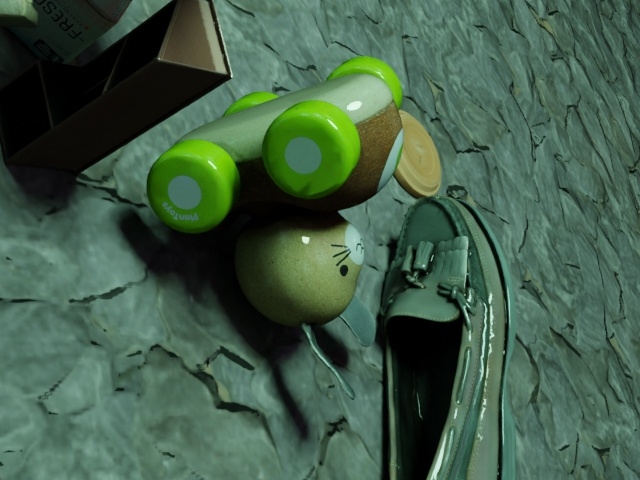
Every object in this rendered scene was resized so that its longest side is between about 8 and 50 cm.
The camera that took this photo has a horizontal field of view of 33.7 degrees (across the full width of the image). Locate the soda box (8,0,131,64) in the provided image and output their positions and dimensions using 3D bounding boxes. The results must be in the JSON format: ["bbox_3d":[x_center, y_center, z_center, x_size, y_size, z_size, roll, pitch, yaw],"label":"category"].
[{"bbox_3d":[-0.134,-0.187,0.653,0.058,0.063,0.183,45,38,-24],"label":"soda box"}]

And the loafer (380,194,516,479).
[{"bbox_3d":[0.086,0.078,0.767,0.084,0.096,0.268,22,54,-39],"label":"loafer"}]

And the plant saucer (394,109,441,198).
[{"bbox_3d":[0.082,-0.077,0.929,0.083,0.013,0.084,31,46,-40],"label":"plant saucer"}]

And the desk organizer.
[{"bbox_3d":[-0.112,-0.082,0.554,0.050,0.130,0.047,3,68,-52],"label":"desk organizer"}]

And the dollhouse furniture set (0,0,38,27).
[{"bbox_3d":[-0.138,-0.208,0.501,0.161,0.242,0.212,-141,-127,-76],"label":"dollhouse furniture set"}]

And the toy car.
[{"bbox_3d":[0.000,0.000,0.665,0.155,0.148,0.188,-54,126,-64],"label":"toy car"}]
